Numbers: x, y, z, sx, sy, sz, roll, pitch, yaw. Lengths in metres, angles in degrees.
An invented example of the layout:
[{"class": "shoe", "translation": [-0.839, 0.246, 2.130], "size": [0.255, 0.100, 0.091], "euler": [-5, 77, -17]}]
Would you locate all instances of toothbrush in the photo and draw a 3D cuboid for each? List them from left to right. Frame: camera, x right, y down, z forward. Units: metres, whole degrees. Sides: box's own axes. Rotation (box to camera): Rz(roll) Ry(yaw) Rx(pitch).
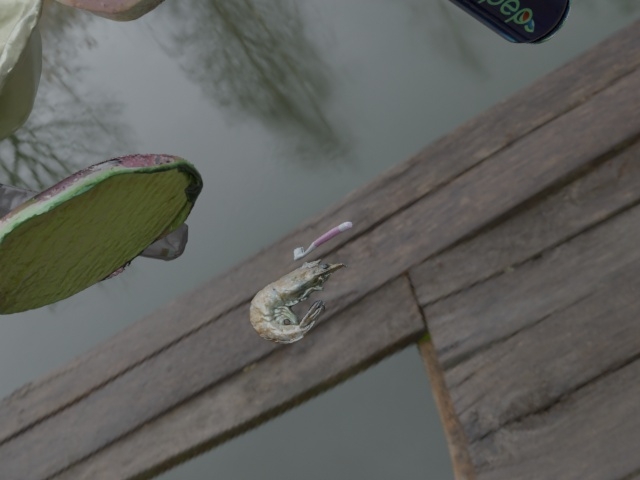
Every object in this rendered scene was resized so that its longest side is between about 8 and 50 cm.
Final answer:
[{"class": "toothbrush", "translation": [0.000, 0.000, 1.903], "size": [0.286, 0.020, 0.025], "euler": [149, 114, -62]}]

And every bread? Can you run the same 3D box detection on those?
[{"class": "bread", "translation": [-0.207, -0.008, 0.797], "size": [0.228, 0.033, 0.228], "euler": [-31, -12, -7]}]

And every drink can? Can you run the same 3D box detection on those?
[{"class": "drink can", "translation": [0.236, -0.341, 1.194], "size": [0.118, 0.205, 0.118], "euler": [-24, 56, 42]}]

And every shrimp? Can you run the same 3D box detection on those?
[{"class": "shrimp", "translation": [-0.037, 0.118, 1.761], "size": [0.223, 0.126, 0.047], "euler": [-32, -12, 11]}]

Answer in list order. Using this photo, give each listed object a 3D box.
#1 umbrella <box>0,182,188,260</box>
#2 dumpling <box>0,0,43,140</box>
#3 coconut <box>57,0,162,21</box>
[{"class": "umbrella", "translation": [-0.350, -0.028, 1.274], "size": [0.073, 0.337, 0.067], "euler": [-31, 53, 51]}, {"class": "dumpling", "translation": [-0.322, -0.237, 0.788], "size": [0.315, 0.233, 0.395], "euler": [-18, 73, 34]}, {"class": "coconut", "translation": [-0.350, -0.554, 1.490], "size": [0.353, 0.352, 0.352], "euler": [-27, 33, 19]}]
